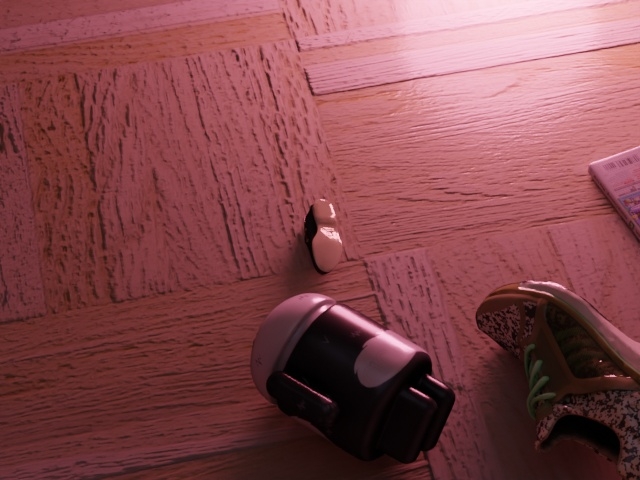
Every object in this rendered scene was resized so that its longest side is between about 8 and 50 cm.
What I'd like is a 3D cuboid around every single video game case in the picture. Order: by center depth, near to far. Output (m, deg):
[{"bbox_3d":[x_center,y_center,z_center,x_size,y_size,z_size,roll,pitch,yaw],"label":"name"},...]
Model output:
[{"bbox_3d":[0.556,-0.080,2.185,0.212,0.023,0.193,-19,53,-15],"label":"video game case"}]

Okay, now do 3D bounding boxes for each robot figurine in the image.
[{"bbox_3d":[0.036,0.187,1.878,0.278,0.209,0.173,29,73,21],"label":"robot figurine"}]

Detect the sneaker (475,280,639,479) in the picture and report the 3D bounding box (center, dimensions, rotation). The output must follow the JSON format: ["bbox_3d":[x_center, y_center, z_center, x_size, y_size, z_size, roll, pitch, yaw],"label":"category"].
[{"bbox_3d":[0.323,0.190,1.841,0.182,0.158,0.410,-36,39,-20],"label":"sneaker"}]

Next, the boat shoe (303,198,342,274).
[{"bbox_3d":[0.002,0.000,2.114,0.049,0.042,0.133,13,48,-22],"label":"boat shoe"}]
